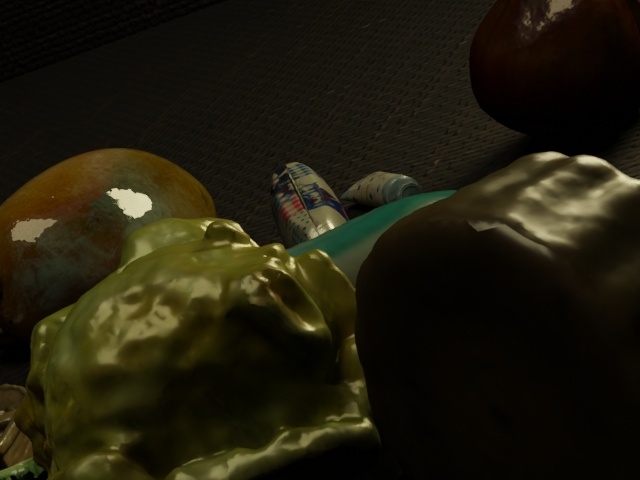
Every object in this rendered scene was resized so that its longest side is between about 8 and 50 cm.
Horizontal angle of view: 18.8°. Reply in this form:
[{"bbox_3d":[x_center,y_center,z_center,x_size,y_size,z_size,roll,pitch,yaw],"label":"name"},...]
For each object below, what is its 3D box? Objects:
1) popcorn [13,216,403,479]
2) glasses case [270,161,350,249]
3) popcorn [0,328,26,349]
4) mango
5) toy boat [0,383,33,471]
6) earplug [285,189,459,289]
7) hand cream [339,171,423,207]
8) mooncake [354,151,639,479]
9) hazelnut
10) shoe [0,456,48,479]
[{"bbox_3d":[-0.075,0.135,1.517,0.312,0.312,0.312,-23,17,8],"label":"popcorn"},{"bbox_3d":[0.000,0.000,2.078,0.076,0.125,0.327,-26,17,-1],"label":"glasses case"},{"bbox_3d":[-0.361,0.065,2.403,0.173,0.142,0.173,0,13,0],"label":"popcorn"},{"bbox_3d":[-0.250,0.004,2.287,0.384,0.221,0.199,-23,-28,-52],"label":"mango"},{"bbox_3d":[-0.348,0.217,2.038,0.116,0.061,0.188,-23,17,14],"label":"toy boat"},{"bbox_3d":[0.064,0.050,1.808,0.324,0.185,0.185,-26,15,-28],"label":"earplug"},{"bbox_3d":[0.076,-0.059,2.288,0.065,0.043,0.170,-30,15,-14],"label":"hand cream"},{"bbox_3d":[0.166,0.086,1.329,0.161,0.290,0.290,-29,16,-35],"label":"mooncake"},{"bbox_3d":[0.277,-0.224,2.223,0.217,0.217,0.251,-20,10,18],"label":"hazelnut"},{"bbox_3d":[-0.297,0.276,1.723,0.262,0.128,0.140,-23,3,-2],"label":"shoe"}]
